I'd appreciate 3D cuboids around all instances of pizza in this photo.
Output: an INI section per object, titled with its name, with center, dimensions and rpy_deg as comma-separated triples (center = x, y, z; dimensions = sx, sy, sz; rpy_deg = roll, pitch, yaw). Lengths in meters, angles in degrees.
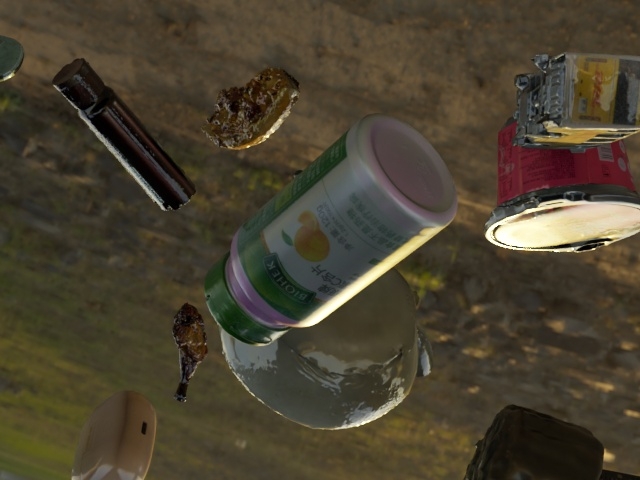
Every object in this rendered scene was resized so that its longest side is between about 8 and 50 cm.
[pizza]
center = -0.149, -0.267, 2.085
dimensions = 0.086, 0.161, 0.305
rpy_deg = 17, 158, -32

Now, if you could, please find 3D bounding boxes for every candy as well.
[candy]
center = -0.003, 0.131, 1.410
dimensions = 0.296, 0.295, 0.185
rpy_deg = 22, 151, -8

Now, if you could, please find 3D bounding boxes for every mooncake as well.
[mooncake]
center = 0.221, 0.301, 1.175
dimensions = 0.124, 0.228, 0.228
rpy_deg = 26, 161, 2

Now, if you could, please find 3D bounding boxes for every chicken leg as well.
[chicken leg]
center = -0.197, 0.164, 1.521
dimensions = 0.037, 0.145, 0.062
rpy_deg = 8, -164, 32

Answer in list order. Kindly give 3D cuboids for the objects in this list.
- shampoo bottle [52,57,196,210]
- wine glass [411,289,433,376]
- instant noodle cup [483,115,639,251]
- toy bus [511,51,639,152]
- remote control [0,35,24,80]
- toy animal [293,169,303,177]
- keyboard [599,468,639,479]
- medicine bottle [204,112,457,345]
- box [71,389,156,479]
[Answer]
[shampoo bottle]
center = -0.360, -0.193, 1.893
dimensions = 0.323, 0.084, 0.129
rpy_deg = 52, 170, -32
[wine glass]
center = 0.169, 0.173, 1.880
dimensions = 0.066, 0.066, 0.198
rpy_deg = 9, 140, 27
[instant noodle cup]
center = 0.374, -0.104, 1.584
dimensions = 0.259, 0.181, 0.302
rpy_deg = -5, 164, 10
[toy bus]
center = 0.315, -0.168, 1.273
dimensions = 0.138, 0.097, 0.342
rpy_deg = 2, -179, 5
[remote control]
center = -0.524, -0.243, 1.394
dimensions = 0.256, 0.097, 0.045
rpy_deg = 4, 147, 11
[toy animal]
center = 0.056, -0.058, 1.731
dimensions = 0.233, 0.084, 0.148
rpy_deg = 12, 128, 42
[keyboard]
center = 0.454, 0.396, 1.657
dimensions = 0.198, 0.063, 0.010
rpy_deg = 14, 140, -19
[medicine bottle]
center = 0.000, 0.000, 1.041
dimensions = 0.133, 0.133, 0.274
rpy_deg = 30, 130, -27
[box]
center = -0.331, 0.334, 1.652
dimensions = 0.146, 0.200, 0.088
rpy_deg = -38, 119, 25
